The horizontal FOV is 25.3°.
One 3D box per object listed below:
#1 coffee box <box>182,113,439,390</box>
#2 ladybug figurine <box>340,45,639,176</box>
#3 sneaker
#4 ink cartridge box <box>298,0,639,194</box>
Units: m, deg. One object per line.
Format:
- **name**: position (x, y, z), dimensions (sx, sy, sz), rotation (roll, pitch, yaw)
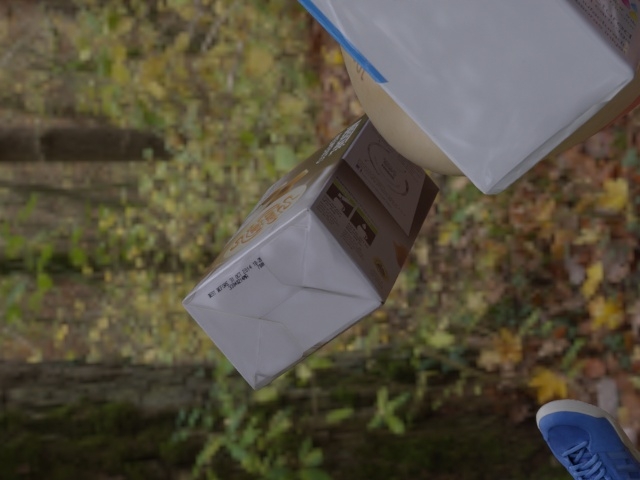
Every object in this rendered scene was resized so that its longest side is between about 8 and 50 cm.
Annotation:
- **coffee box**: position (0.000, 0.000, 1.183), dimensions (0.141, 0.098, 0.246), rotation (-35, 10, 26)
- **ladybug figurine**: position (0.142, -0.216, 0.764), dimensions (0.449, 0.162, 0.305), rotation (123, 135, -55)
- **sneaker**: position (0.239, 0.204, 1.214), dimensions (0.058, 0.152, 0.084), rotation (-28, 32, 31)
- **ink cartridge box**: position (0.045, -0.078, 0.395), dimensions (0.052, 0.088, 0.122), rotation (-42, 6, 27)
